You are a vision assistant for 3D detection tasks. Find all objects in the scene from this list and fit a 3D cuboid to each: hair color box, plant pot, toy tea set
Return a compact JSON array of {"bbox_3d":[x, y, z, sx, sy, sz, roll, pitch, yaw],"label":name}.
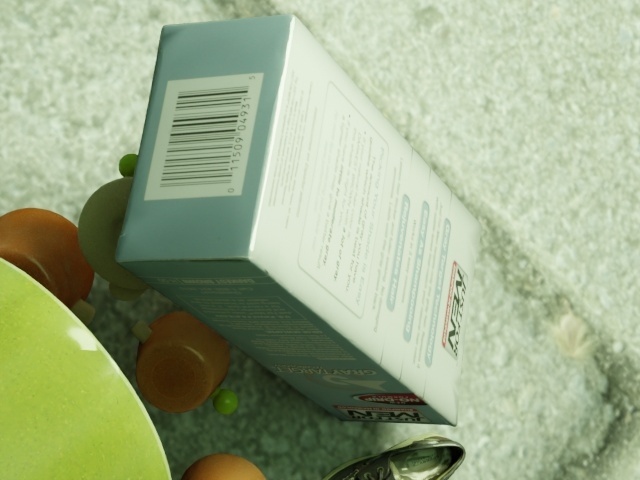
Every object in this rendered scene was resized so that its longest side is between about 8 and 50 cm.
[{"bbox_3d":[0.000,0.000,1.293,0.374,0.114,0.185,41,53,-55],"label":"hair color box"},{"bbox_3d":[-0.295,0.194,1.126,0.293,0.275,0.275,-40,95,-36],"label":"plant pot"},{"bbox_3d":[-0.152,0.100,1.331,0.200,0.124,0.336,-14,103,8],"label":"toy tea set"}]

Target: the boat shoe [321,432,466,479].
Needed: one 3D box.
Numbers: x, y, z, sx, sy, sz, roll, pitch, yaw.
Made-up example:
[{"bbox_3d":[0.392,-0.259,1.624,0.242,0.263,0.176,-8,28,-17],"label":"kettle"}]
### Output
[{"bbox_3d":[0.055,0.202,1.426,0.152,0.049,0.056,-28,90,-26],"label":"boat shoe"}]
